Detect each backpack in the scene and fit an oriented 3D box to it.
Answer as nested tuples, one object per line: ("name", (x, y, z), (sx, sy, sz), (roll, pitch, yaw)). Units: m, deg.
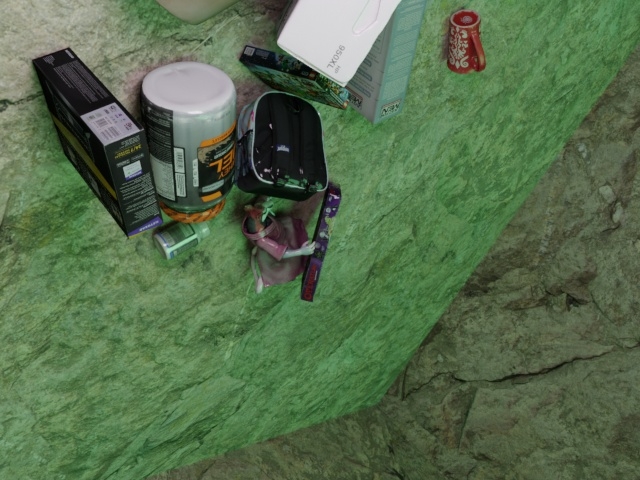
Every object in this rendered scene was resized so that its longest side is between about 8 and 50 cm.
("backpack", (-0.102, -0.230, 1.649), (0.225, 0.253, 0.191), (6, 168, -33))

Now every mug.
("mug", (0.464, -0.613, 2.072), (0.113, 0.150, 0.169), (-49, 149, -24))

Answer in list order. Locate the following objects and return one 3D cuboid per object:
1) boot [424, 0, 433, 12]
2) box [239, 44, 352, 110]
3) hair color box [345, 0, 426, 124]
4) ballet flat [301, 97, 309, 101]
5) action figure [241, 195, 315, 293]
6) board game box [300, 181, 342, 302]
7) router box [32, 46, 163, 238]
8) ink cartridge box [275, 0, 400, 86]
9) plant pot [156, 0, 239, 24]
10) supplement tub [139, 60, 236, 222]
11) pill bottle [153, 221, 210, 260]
("boot", (0.292, -0.694, 1.822), (0.258, 0.095, 0.123), (-30, 153, -11))
("box", (-0.058, -0.387, 1.590), (0.159, 0.233, 0.044), (29, 85, -59))
("hair color box", (0.145, -0.515, 1.740), (0.113, 0.185, 0.374), (-27, 145, -31))
("ballet flat", (-0.044, -0.403, 1.771), (0.232, 0.080, 0.073), (-42, 178, -3))
("action figure", (-0.161, -0.025, 2.000), (0.275, 0.248, 0.370), (-22, 153, 12))
("board game box", (0.000, 0.000, 2.113), (0.208, 0.056, 0.347), (-75, 180, -76))
("router box", (-0.426, -0.188, 1.291), (0.081, 0.309, 0.243), (-29, 147, -25))
("ink cartridge box", (0.042, -0.517, 1.401), (0.166, 0.395, 0.285), (28, 109, -15))
("plant pot", (-0.196, -0.553, 1.192), (0.280, 0.323, 0.323), (-38, 154, 19))
("supplement tub", (-0.297, -0.214, 1.526), (0.207, 0.207, 0.338), (-27, 146, -30))
("pill bottle", (-0.373, -0.011, 1.804), (0.137, 0.078, 0.078), (-30, 147, -25))
